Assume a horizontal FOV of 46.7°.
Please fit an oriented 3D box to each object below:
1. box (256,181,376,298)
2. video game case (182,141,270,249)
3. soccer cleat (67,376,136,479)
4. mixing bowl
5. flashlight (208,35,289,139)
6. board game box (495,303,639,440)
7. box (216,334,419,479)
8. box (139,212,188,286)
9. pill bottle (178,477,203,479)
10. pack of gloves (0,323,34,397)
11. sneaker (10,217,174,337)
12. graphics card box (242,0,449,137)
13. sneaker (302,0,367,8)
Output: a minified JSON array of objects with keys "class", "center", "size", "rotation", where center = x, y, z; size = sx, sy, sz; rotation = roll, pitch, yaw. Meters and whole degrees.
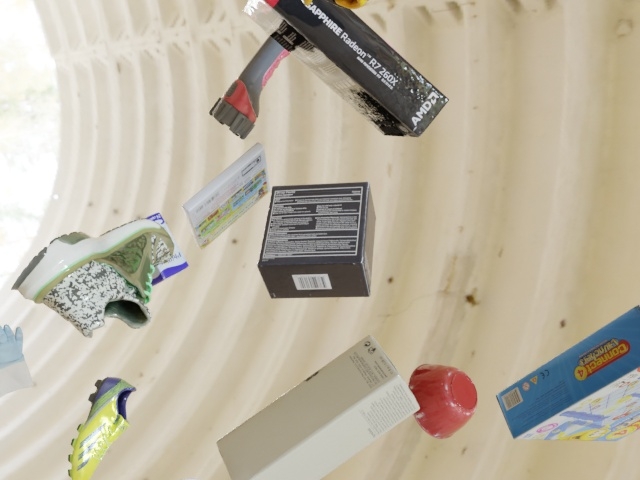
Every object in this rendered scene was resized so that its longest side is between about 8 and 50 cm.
[{"class":"box","center":[0.000,0.000,2.121],"size":[0.182,0.296,0.294],"rotation":[74,19,-51]},{"class":"video game case","center":[-0.209,-0.098,1.693],"size":[0.026,0.227,0.206],"rotation":[41,-18,17]},{"class":"soccer cleat","center":[-0.564,0.497,1.925],"size":[0.093,0.121,0.289],"rotation":[100,4,-68]},{"class":"mixing bowl","center":[0.305,0.367,1.752],"size":[0.098,0.181,0.181],"rotation":[-31,-100,44]},{"class":"flashlight","center":[-0.119,-0.371,1.649],"size":[0.103,0.304,0.103],"rotation":[39,1,0]},{"class":"board game box","center":[0.515,0.239,1.256],"size":[0.308,0.302,0.086],"rotation":[-46,-134,38]},{"class":"box","center":[-0.002,0.266,1.069],"size":[0.094,0.275,0.113],"rotation":[53,-5,45]},{"class":"box","center":[-0.374,0.028,1.615],"size":[0.126,0.072,0.137],"rotation":[-25,-85,47]},{"class":"pill bottle","center":[-0.280,0.597,1.496],"size":[0.161,0.161,0.283],"rotation":[54,-35,23]},{"class":"pack of gloves","center":[-0.737,0.289,1.619],"size":[0.046,0.195,0.232],"rotation":[50,-35,39]},{"class":"sneaker","center":[-0.361,0.083,1.321],"size":[0.158,0.410,0.182],"rotation":[-40,-95,19]},{"class":"graphics card box","center":[0.037,-0.333,1.327],"size":[0.371,0.094,0.233],"rotation":[40,-1,-13]},{"class":"sneaker","center":[0.047,-0.337,0.947],"size":[0.088,0.225,0.092],"rotation":[-13,-89,54]}]
